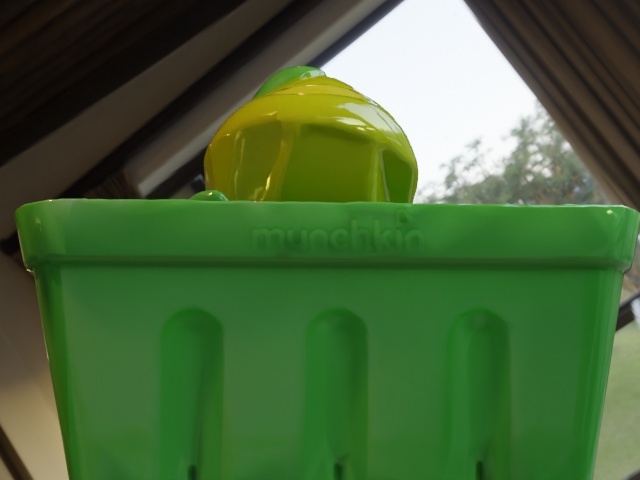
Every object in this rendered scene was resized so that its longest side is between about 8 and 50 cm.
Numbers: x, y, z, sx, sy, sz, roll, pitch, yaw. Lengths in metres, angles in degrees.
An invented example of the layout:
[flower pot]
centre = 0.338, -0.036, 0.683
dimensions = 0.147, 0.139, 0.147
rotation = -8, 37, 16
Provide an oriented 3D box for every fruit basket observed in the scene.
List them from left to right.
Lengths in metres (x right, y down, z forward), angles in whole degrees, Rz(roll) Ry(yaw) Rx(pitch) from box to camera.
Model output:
[fruit basket]
centre = 0.000, 0.000, 0.580
dimensions = 0.392, 0.392, 0.283
rotation = -33, -12, -13
